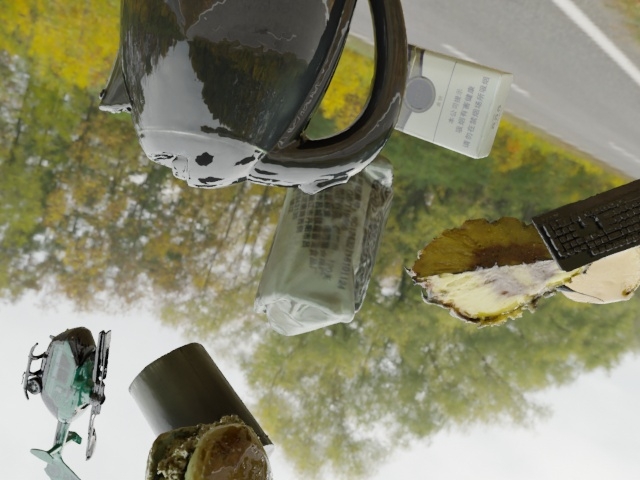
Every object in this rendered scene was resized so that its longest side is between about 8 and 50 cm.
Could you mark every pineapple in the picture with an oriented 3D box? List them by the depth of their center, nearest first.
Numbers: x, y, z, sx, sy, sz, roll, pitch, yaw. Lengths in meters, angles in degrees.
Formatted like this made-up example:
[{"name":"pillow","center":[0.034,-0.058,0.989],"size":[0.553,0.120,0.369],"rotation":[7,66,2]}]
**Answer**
[{"name":"pineapple","center":[0.308,0.049,1.311],"size":[0.334,0.158,0.161],"rotation":[-14,-145,-3]}]

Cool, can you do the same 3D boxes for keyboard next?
[{"name":"keyboard","center":[0.331,-0.026,0.820],"size":[0.196,0.074,0.015],"rotation":[-18,161,-15]}]

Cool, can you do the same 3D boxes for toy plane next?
[{"name":"toy plane","center":[-0.486,0.309,1.446],"size":[0.155,0.381,0.106],"rotation":[23,-164,16]}]

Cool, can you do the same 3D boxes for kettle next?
[{"name":"kettle","center":[-0.050,-0.184,0.672],"size":[0.268,0.290,0.207],"rotation":[10,173,-5]}]

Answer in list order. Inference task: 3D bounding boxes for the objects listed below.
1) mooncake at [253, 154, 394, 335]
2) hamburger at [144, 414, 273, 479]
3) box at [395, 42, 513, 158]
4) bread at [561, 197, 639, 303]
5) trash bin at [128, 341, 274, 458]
[{"name":"mooncake","center":[0.005,0.001,0.979],"size":[0.136,0.254,0.250],"rotation":[17,169,-8]},{"name":"hamburger","center":[-0.124,0.302,0.938],"size":[0.131,0.159,0.185],"rotation":[-17,162,36]},{"name":"box","center":[0.222,-0.276,1.441],"size":[0.259,0.168,0.071],"rotation":[24,-158,27]},{"name":"bread","center":[0.596,0.020,1.602],"size":[0.195,0.269,0.142],"rotation":[2,-127,11]},{"name":"trash bin","center":[-0.266,0.396,1.665],"size":[0.203,0.252,0.301],"rotation":[-20,-121,-37]}]
